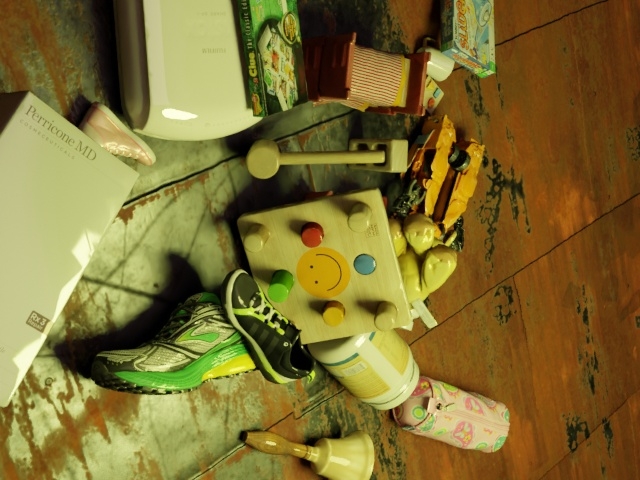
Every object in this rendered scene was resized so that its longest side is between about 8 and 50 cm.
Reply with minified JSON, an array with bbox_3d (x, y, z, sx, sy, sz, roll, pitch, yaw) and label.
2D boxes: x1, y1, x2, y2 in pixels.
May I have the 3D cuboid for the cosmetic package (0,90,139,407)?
[{"bbox_3d":[-0.449,0.007,1.430,0.217,0.156,0.385,37,73,-36],"label":"cosmetic package"}]

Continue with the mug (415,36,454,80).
[{"bbox_3d":[0.217,-0.357,2.041,0.064,0.078,0.062,16,118,-33],"label":"mug"}]

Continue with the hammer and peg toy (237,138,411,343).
[{"bbox_3d":[0.000,0.000,1.752,0.127,0.265,0.361,-65,143,-68],"label":"hammer and peg toy"}]

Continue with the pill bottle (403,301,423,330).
[{"bbox_3d":[0.171,0.114,2.043,0.067,0.067,0.120,21,81,-41],"label":"pill bottle"}]

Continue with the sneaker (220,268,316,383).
[{"bbox_3d":[-0.074,0.137,1.685,0.235,0.097,0.084,61,38,-28],"label":"sneaker"}]

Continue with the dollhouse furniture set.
[{"bbox_3d":[0.065,-0.169,1.857,0.201,0.152,0.374,1,95,-41],"label":"dollhouse furniture set"}]

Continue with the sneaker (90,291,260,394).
[{"bbox_3d":[-0.229,0.164,1.678,0.343,0.134,0.146,-12,97,-49],"label":"sneaker"}]

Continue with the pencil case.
[{"bbox_3d":[0.272,0.359,2.129,0.284,0.124,0.124,25,79,-41],"label":"pencil case"}]

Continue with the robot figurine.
[{"bbox_3d":[0.225,-0.089,2.054,0.211,0.085,0.291,31,75,-39],"label":"robot figurine"}]

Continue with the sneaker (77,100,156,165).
[{"bbox_3d":[-0.320,-0.145,1.595,0.134,0.051,0.070,45,68,-32],"label":"sneaker"}]

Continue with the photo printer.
[{"bbox_3d":[-0.202,-0.313,1.637,0.256,0.107,0.308,-10,102,-41],"label":"photo printer"}]

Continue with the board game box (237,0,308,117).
[{"bbox_3d":[-0.079,-0.338,1.662,0.136,0.030,0.260,-27,115,-52],"label":"board game box"}]

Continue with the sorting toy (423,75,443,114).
[{"bbox_3d":[0.214,-0.281,2.067,0.062,0.012,0.083,47,65,-35],"label":"sorting toy"}]

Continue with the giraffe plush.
[{"bbox_3d":[0.178,0.032,1.897,0.210,0.181,0.170,69,25,-17],"label":"giraffe plush"}]

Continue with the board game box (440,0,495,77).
[{"bbox_3d":[0.293,-0.441,2.061,0.136,0.035,0.201,19,64,-41],"label":"board game box"}]

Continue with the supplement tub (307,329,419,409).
[{"bbox_3d":[0.082,0.211,1.927,0.200,0.144,0.144,49,65,-34],"label":"supplement tub"}]

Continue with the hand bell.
[{"bbox_3d":[-0.034,0.385,1.892,0.242,0.126,0.126,20,82,-29],"label":"hand bell"}]
